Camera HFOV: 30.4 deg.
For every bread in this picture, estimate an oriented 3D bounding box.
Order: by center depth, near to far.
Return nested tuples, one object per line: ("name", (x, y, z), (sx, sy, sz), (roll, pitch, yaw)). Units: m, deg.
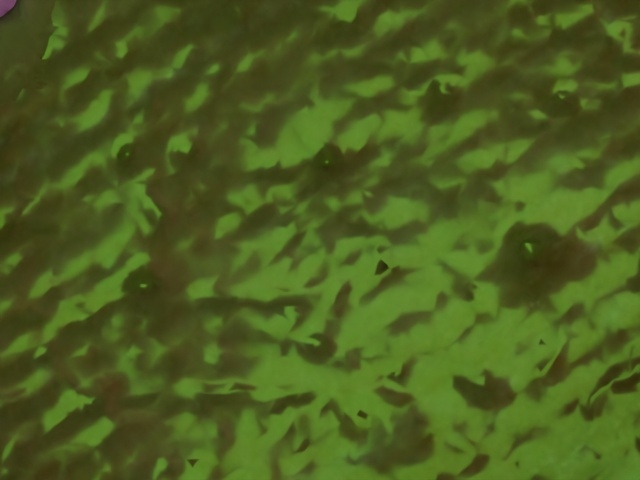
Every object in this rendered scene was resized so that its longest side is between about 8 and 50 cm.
("bread", (0.000, 0.000, 0.404), (0.316, 0.054, 0.316), (0, 92, 7))
